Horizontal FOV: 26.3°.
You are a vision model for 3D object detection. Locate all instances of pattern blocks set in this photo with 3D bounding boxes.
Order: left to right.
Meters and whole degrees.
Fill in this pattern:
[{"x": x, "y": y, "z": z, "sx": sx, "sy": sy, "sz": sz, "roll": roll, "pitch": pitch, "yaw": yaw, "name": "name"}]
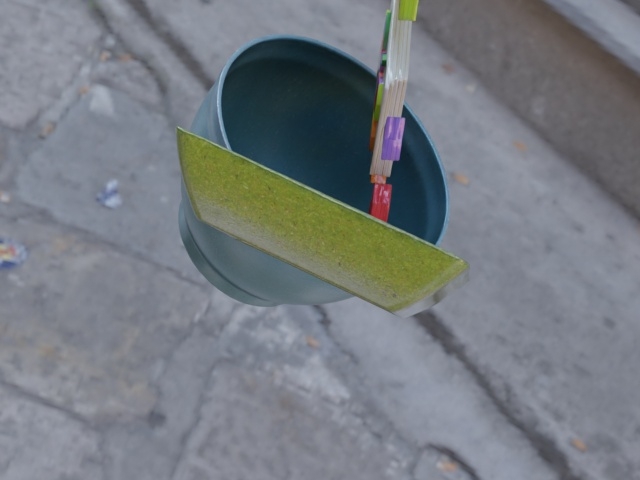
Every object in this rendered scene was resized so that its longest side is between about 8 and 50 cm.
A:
[{"x": 0.072, "y": -0.167, "z": 1.406, "sx": 0.026, "sy": 0.285, "sz": 0.325, "roll": 8, "pitch": 38, "yaw": 0, "name": "pattern blocks set"}]

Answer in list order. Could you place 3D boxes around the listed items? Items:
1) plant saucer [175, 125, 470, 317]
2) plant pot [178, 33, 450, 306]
[{"x": 0.000, "y": 0.000, "z": 0.868, "sx": 0.188, "sy": 0.045, "sz": 0.188, "roll": 25, "pitch": -1, "yaw": 8, "name": "plant saucer"}, {"x": -0.034, "y": -0.046, "z": 1.483, "sx": 0.293, "sy": 0.196, "sz": 0.293, "roll": 23, "pitch": 47, "yaw": -26, "name": "plant pot"}]
